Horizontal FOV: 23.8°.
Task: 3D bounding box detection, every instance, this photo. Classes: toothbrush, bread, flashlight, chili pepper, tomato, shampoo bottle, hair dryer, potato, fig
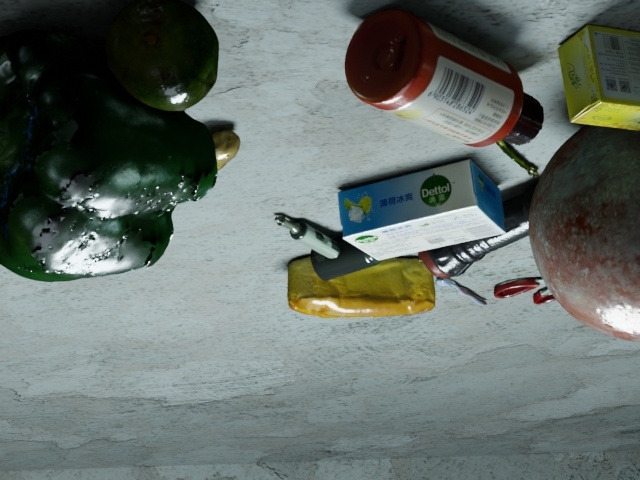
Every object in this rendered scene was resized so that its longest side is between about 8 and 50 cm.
[{"bbox_3d":[0.243,0.088,2.574,0.019,0.013,0.193,-9,162,28],"label":"toothbrush"},{"bbox_3d":[0.063,0.078,2.373,0.246,0.094,0.102,2,165,-23],"label":"bread"},{"bbox_3d":[0.247,-0.020,2.160,0.093,0.093,0.232,13,149,-44],"label":"flashlight"},{"bbox_3d":[-0.247,-0.086,1.577,0.233,0.248,0.257,-33,159,31],"label":"chili pepper"},{"bbox_3d":[0.413,-0.018,1.851,0.317,0.316,0.282,-7,119,2],"label":"tomato"},{"bbox_3d":[0.150,-0.163,1.654,0.104,0.104,0.278,-20,157,36],"label":"shampoo bottle"},{"bbox_3d":[0.000,0.000,2.193,0.100,0.057,0.198,-20,152,31],"label":"hair dryer"},{"bbox_3d":[-0.129,-0.108,1.836,0.051,0.040,0.083,-20,169,-42],"label":"potato"},{"bbox_3d":[-0.145,-0.182,1.522,0.117,0.117,0.177,-11,174,15],"label":"fig"}]

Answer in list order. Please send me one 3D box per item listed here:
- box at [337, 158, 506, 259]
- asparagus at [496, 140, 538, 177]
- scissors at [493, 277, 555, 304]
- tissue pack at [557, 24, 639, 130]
[{"bbox_3d":[0.139,-0.038,2.072,0.194,0.073,0.139,-13,160,20],"label":"box"},{"bbox_3d":[0.257,-0.109,1.995,0.016,0.013,0.166,-3,164,26],"label":"asparagus"},{"bbox_3d":[0.418,0.059,2.542,0.144,0.017,0.248,9,155,-40],"label":"scissors"},{"bbox_3d":[0.358,-0.176,1.695,0.176,0.095,0.062,4,158,-28],"label":"tissue pack"}]
